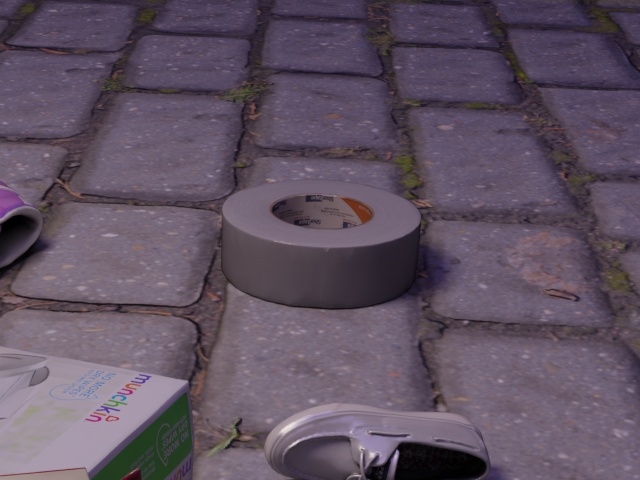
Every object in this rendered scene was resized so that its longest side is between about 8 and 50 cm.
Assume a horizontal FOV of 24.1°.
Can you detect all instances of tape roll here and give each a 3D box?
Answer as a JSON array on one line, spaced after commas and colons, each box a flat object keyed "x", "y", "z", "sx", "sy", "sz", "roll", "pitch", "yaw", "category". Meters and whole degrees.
[{"x": 0.000, "y": 0.000, "z": 1.649, "sx": 0.219, "sy": 0.072, "sz": 0.219, "roll": 2, "pitch": 22, "yaw": -1, "category": "tape roll"}]

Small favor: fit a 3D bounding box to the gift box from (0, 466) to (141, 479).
[{"x": -0.198, "y": 0.241, "z": 0.721, "sx": 0.255, "sy": 0.276, "sz": 0.258, "roll": 1, "pitch": 19, "yaw": -18, "category": "gift box"}]

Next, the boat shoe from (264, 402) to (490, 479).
[{"x": 0.049, "y": 0.177, "z": 1.215, "sx": 0.184, "sy": 0.066, "sz": 0.063, "roll": 7, "pitch": 18, "yaw": -16, "category": "boat shoe"}]

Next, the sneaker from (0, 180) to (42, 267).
[{"x": -0.428, "y": -0.015, "z": 1.601, "sx": 0.282, "sy": 0.102, "sz": 0.161, "roll": -17, "pitch": 32, "yaw": -42, "category": "sneaker"}]

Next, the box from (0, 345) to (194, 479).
[{"x": -0.247, "y": 0.185, "z": 1.061, "sx": 0.231, "sy": 0.127, "sz": 0.262, "roll": 8, "pitch": 20, "yaw": 20, "category": "box"}]
